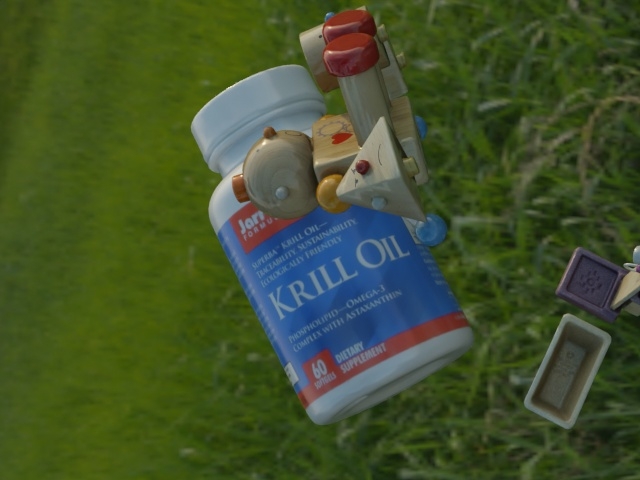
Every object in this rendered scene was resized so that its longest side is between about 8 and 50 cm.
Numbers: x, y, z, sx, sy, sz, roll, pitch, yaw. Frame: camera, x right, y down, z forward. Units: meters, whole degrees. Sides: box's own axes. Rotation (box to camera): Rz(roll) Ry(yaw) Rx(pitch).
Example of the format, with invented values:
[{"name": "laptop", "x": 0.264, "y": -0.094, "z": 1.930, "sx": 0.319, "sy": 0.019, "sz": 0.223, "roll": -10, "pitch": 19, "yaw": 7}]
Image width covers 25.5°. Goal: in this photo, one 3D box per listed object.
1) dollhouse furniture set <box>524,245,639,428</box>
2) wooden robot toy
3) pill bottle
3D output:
[{"name": "dollhouse furniture set", "x": 0.179, "y": 0.060, "z": 0.826, "sx": 0.114, "sy": 0.091, "sz": 0.081, "roll": -62, "pitch": -2, "yaw": -18}, {"name": "wooden robot toy", "x": -0.002, "y": -0.045, "z": 0.564, "sx": 0.079, "sy": 0.076, "sz": 0.173, "roll": -21, "pitch": 27, "yaw": 10}, {"name": "pill bottle", "x": 0.000, "y": 0.000, "z": 0.945, "sx": 0.124, "sy": 0.124, "sz": 0.222, "roll": -39, "pitch": 74, "yaw": 42}]
